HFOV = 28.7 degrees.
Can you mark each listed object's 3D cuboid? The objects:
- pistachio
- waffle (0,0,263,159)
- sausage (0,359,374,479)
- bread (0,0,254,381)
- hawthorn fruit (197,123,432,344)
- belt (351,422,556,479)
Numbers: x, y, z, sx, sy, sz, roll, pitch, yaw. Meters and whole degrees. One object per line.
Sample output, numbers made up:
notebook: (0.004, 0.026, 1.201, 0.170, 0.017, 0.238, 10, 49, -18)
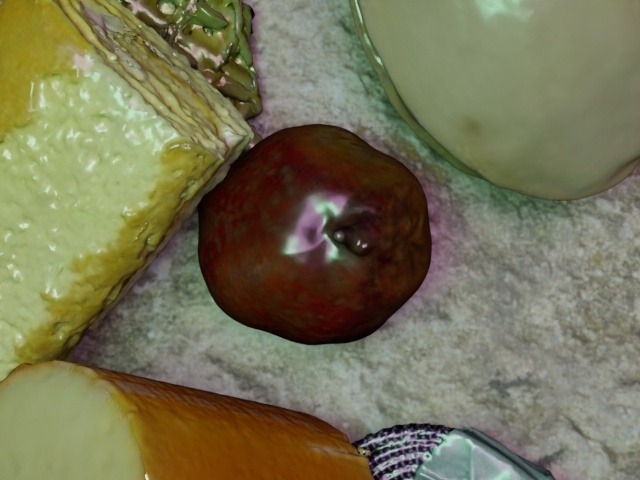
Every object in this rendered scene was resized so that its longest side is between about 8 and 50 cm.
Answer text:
pistachio: (0.197, -0.260, 1.154, 0.365, 0.281, 0.445, -18, 96, -15)
waffle: (-0.204, -0.170, 1.199, 0.297, 0.073, 0.317, -13, 86, -3)
sausage: (-0.123, 0.229, 1.001, 0.233, 0.287, 0.233, -15, 66, 37)
bread: (-0.259, -0.024, 1.073, 0.236, 0.165, 0.375, 40, 110, 2)
hawthorn fruit: (0.000, 0.000, 1.094, 0.208, 0.248, 0.208, -1, 94, -15)
belt: (0.125, 0.314, 1.124, 0.260, 0.122, 0.324, -33, 82, -1)
